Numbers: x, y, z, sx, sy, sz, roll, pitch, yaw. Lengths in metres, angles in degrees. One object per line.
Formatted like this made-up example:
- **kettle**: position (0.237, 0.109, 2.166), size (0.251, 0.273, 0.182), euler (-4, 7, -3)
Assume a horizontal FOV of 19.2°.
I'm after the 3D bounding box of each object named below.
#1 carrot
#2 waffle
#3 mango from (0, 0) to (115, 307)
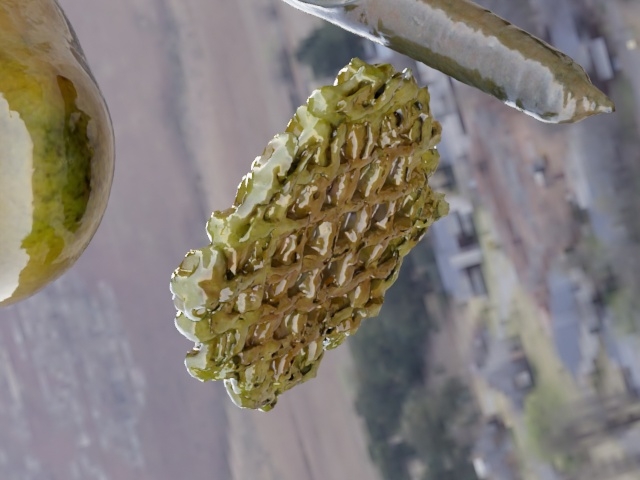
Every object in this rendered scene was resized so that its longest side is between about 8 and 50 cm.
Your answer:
- **carrot**: position (0.044, -0.154, 1.221), size (0.342, 0.070, 0.070), euler (31, 148, 30)
- **waffle**: position (-0.001, -0.001, 1.285), size (0.052, 0.254, 0.245), euler (32, 168, 26)
- **mango**: position (-0.270, -0.086, 1.351), size (0.378, 0.221, 0.264), euler (33, 115, 48)
